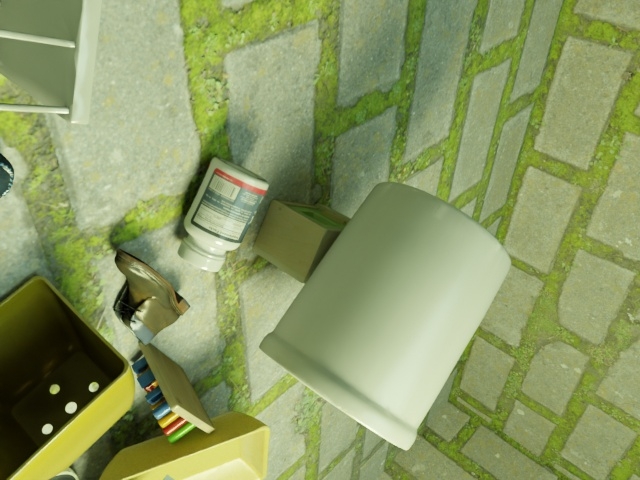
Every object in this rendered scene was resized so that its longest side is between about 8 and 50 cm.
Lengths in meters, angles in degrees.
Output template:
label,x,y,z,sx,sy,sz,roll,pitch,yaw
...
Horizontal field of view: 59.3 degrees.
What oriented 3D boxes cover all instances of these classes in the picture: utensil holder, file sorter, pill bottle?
label,x,y,z,sx,sy,sz,roll,pitch,yaw
utensil holder,0.123,0.129,1.055,0.385,0.328,0.327,-57,149,-9
file sorter,-0.319,-0.269,0.501,0.173,0.193,0.277,-11,125,-48
pill bottle,-0.174,-0.043,0.976,0.108,0.108,0.180,14,106,-58

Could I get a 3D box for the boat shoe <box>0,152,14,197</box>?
label,x,y,z,sx,sy,sz,roll,pitch,yaw
boat shoe,-0.453,-0.052,0.592,0.258,0.089,0.108,-15,129,-49

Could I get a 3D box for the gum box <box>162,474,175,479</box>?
label,x,y,z,sx,sy,sz,roll,pitch,yaw
gum box,-0.345,0.546,1.042,0.184,0.041,0.157,-50,-176,31

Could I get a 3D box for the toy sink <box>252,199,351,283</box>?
label,x,y,z,sx,sy,sz,roll,pitch,yaw
toy sink,0.000,0.000,1.217,0.234,0.153,0.131,5,112,-55

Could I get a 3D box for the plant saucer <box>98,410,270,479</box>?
label,x,y,z,sx,sy,sz,roll,pitch,yaw
plant saucer,-0.279,0.477,1.187,0.333,0.081,0.332,-14,144,-18

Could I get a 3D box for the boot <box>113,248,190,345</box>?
label,x,y,z,sx,sy,sz,roll,pitch,yaw
boot,-0.303,0.103,0.946,0.106,0.082,0.219,-51,150,-17

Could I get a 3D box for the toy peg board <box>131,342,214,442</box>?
label,x,y,z,sx,sy,sz,roll,pitch,yaw
toy peg board,-0.296,0.296,1.061,0.079,0.161,0.160,-36,145,-8

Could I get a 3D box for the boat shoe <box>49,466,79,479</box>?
label,x,y,z,sx,sy,sz,roll,pitch,yaw
boat shoe,-0.513,0.610,1.021,0.187,0.156,0.499,-9,122,-49

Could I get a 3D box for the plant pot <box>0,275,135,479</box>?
label,x,y,z,sx,sy,sz,roll,pitch,yaw
plant pot,-0.397,0.220,0.816,0.212,0.212,0.187,-44,159,-22
